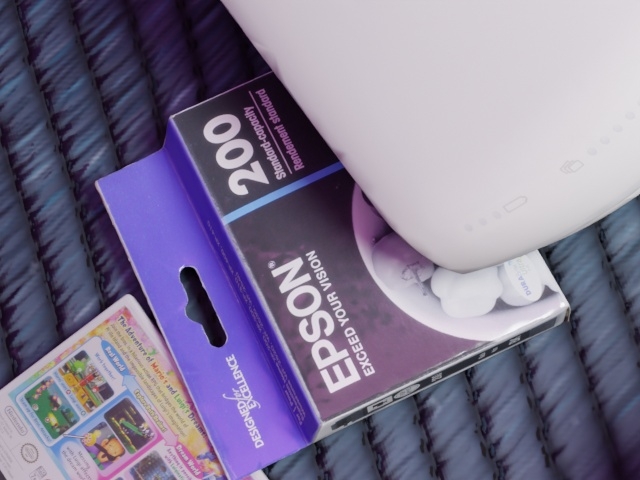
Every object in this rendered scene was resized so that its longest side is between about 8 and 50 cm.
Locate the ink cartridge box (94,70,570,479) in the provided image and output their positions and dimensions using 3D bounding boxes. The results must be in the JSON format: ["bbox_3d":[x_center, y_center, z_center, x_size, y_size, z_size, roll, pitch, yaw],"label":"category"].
[{"bbox_3d":[0.000,0.000,1.020,0.208,0.045,0.206,-26,69,-3],"label":"ink cartridge box"}]

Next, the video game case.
[{"bbox_3d":[-0.120,0.131,1.023,0.143,0.019,0.157,-37,68,-3],"label":"video game case"}]

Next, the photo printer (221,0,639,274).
[{"bbox_3d":[0.075,-0.153,0.917,0.256,0.107,0.307,-42,79,33],"label":"photo printer"}]
